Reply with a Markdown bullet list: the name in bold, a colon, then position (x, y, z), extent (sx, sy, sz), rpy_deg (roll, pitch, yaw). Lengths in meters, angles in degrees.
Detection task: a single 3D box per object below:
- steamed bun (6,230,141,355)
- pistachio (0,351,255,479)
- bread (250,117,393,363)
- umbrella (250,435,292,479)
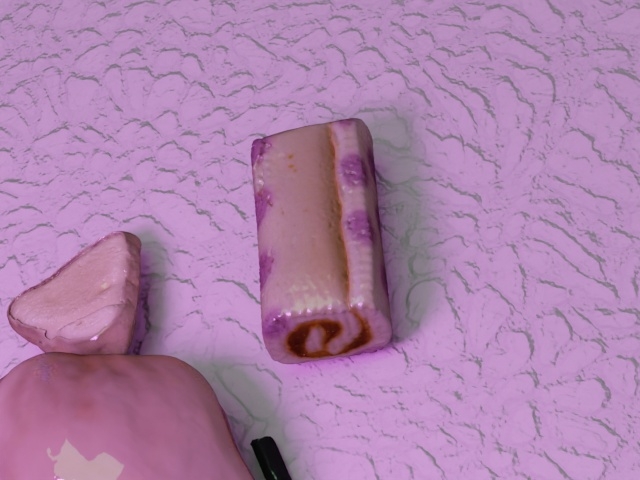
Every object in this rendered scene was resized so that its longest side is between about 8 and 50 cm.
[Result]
- **steamed bun**: position (-0.341, 0.116, 2.004), extent (0.231, 0.110, 0.212), rpy_deg (-33, 40, 2)
- **pistachio**: position (-0.273, 0.317, 1.789), extent (0.445, 0.281, 0.365), rpy_deg (35, 68, 16)
- **bread**: position (0.000, 0.000, 1.934), extent (0.187, 0.155, 0.338), rpy_deg (-8, 57, 4)
- **umbrella**: position (-0.057, 0.324, 1.841), extent (0.036, 0.031, 0.133), rpy_deg (-29, 58, 3)
